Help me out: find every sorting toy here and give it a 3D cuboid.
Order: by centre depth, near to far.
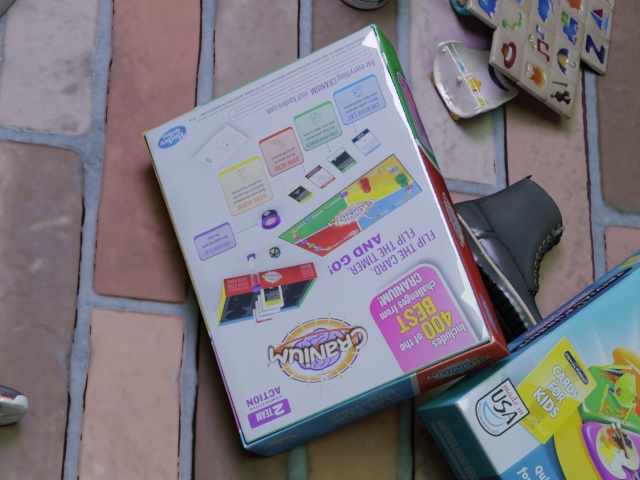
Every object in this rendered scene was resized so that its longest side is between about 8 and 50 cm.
[{"bbox_3d":[0.158,-0.159,1.865,0.075,0.045,0.083,-17,70,-30],"label":"sorting toy"}]

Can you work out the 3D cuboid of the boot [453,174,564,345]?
[{"bbox_3d":[0.202,0.030,1.769,0.137,0.077,0.198,-24,75,-30],"label":"boot"}]

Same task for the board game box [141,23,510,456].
[{"bbox_3d":[0.000,0.000,1.659,0.242,0.064,0.317,-24,70,13],"label":"board game box"}]

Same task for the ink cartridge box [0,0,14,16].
[{"bbox_3d":[-0.351,-0.235,1.746,0.104,0.060,0.180,34,61,2],"label":"ink cartridge box"}]

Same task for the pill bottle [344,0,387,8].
[{"bbox_3d":[0.056,-0.286,1.850,0.067,0.120,0.067,6,64,-12],"label":"pill bottle"}]

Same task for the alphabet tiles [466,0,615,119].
[{"bbox_3d":[0.227,-0.247,1.892,0.198,0.009,0.237,31,56,-33],"label":"alphabet tiles"}]

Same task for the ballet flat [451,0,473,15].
[{"bbox_3d":[0.116,-0.333,1.909,0.087,0.083,0.247,-22,74,-29],"label":"ballet flat"}]

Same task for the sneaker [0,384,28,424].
[{"bbox_3d":[-0.322,0.111,1.590,0.158,0.061,0.065,15,56,-9],"label":"sneaker"}]

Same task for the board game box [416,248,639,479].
[{"bbox_3d":[0.287,0.167,1.680,0.336,0.079,0.254,-33,95,-26],"label":"board game box"}]
